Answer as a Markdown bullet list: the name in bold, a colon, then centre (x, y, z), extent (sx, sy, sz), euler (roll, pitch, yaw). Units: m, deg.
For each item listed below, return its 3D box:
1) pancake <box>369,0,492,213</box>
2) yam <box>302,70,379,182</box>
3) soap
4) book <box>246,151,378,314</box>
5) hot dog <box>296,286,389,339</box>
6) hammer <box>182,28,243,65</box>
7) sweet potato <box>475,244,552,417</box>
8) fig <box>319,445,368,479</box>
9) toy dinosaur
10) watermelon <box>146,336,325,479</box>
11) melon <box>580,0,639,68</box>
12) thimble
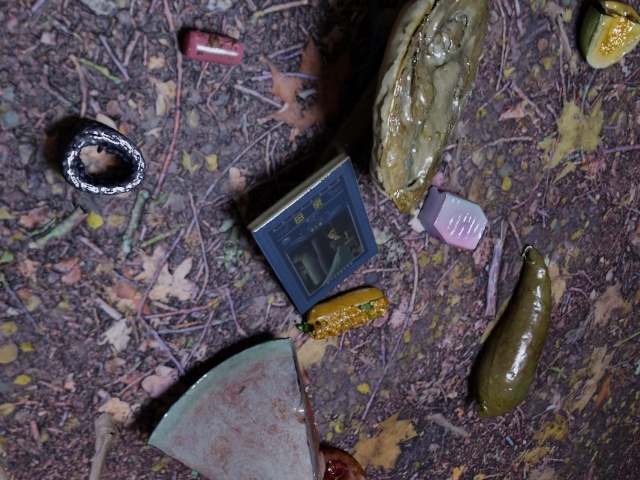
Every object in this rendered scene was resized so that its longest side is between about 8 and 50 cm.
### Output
- **pancake**: centre (0.170, -0.234, 0.909), extent (0.387, 0.082, 0.387), euler (-44, 144, -44)
- **yam**: centre (0.042, -0.156, 0.943), extent (0.061, 0.061, 0.274), euler (28, 99, -37)
- **soap**: centre (0.266, -0.040, 1.152), extent (0.149, 0.056, 0.100), euler (15, 104, -36)
- **book**: centre (0.000, 0.000, 0.968), extent (0.191, 0.025, 0.269), euler (-39, 144, -12)
- **hot dog**: centre (0.048, 0.138, 1.091), extent (0.188, 0.055, 0.072), euler (-19, 121, -26)
- **hammer**: centre (-0.148, -0.266, 0.801), extent (0.083, 0.043, 0.043), euler (0, 110, -30)
- **sweet potato**: centre (0.464, 0.226, 1.358), extent (0.130, 0.130, 0.422), euler (14, 96, -36)
- **fig**: centre (0.004, 0.523, 1.178), extent (0.175, 0.175, 0.207), euler (-9, 130, -29)
- **toy dinosaur**: centre (0.139, -0.331, 0.955), extent (0.248, 0.075, 0.188), euler (-19, 130, -32)
- **watermelon**: centre (-0.122, 0.363, 0.976), extent (0.250, 0.292, 0.283), euler (-16, 124, 8)
- **melon**: centre (0.569, -0.419, 1.172), extent (0.160, 0.079, 0.128), euler (-2, 129, -33)
- **thimble**: centre (-0.290, -0.103, 0.765), extent (0.095, 0.066, 0.104), euler (-51, 128, -7)
